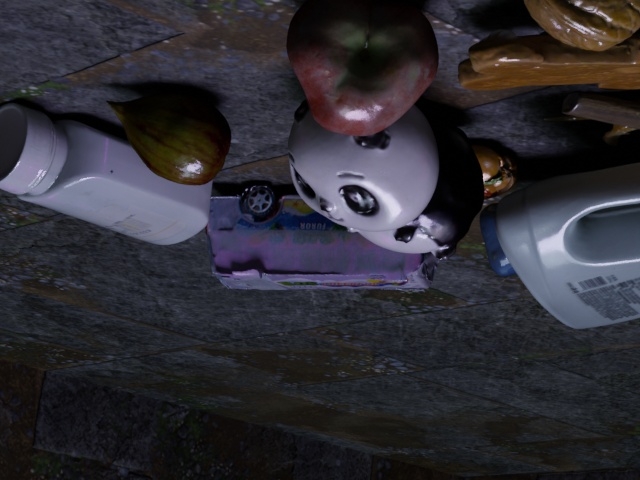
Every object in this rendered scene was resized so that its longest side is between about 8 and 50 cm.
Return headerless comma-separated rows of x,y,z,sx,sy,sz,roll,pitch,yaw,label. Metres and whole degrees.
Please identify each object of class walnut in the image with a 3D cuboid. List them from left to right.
0.238,-0.225,1.578,0.124,0.105,0.105,31,156,-17,walnut

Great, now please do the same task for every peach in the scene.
0.037,-0.185,1.753,0.152,0.152,0.152,5,164,2,peach

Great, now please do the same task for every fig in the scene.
-0.181,-0.128,2.056,0.154,0.103,0.109,23,-176,-10,fig

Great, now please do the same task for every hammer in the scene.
0.416,-0.119,1.900,0.365,0.043,0.111,9,157,-27,hammer

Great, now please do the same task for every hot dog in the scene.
0.134,-0.066,2.200,0.250,0.076,0.104,-10,158,38,hot dog

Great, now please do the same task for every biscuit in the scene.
0.304,-0.184,1.730,0.339,0.047,0.216,-2,178,-4,biscuit

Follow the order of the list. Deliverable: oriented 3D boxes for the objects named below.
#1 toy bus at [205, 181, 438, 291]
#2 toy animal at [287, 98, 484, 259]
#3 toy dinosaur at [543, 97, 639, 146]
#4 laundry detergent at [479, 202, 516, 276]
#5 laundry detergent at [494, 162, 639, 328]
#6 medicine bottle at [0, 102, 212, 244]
0.000,0.000,2.362,0.317,0.138,0.112,-1,161,18,toy bus
0.066,-0.085,1.992,0.187,0.165,0.235,15,175,37,toy animal
0.345,-0.143,1.921,0.162,0.039,0.126,5,159,-23,toy dinosaur
0.346,-0.031,2.147,0.290,0.094,0.143,-14,174,18,laundry detergent
0.416,-0.024,1.924,0.398,0.125,0.264,-15,147,27,laundry detergent
-0.288,-0.081,2.239,0.296,0.111,0.161,18,159,-42,medicine bottle
